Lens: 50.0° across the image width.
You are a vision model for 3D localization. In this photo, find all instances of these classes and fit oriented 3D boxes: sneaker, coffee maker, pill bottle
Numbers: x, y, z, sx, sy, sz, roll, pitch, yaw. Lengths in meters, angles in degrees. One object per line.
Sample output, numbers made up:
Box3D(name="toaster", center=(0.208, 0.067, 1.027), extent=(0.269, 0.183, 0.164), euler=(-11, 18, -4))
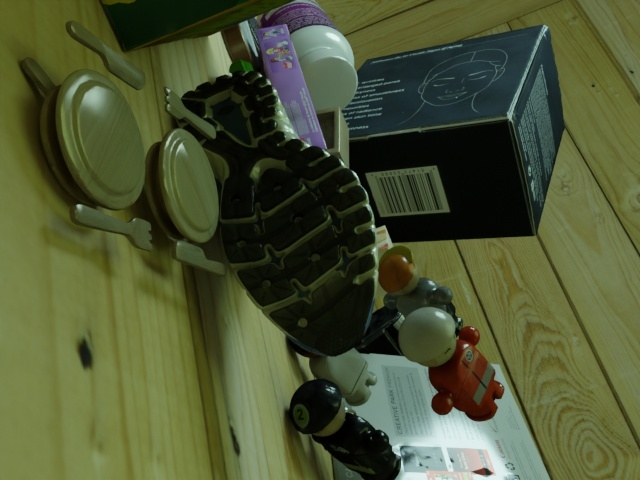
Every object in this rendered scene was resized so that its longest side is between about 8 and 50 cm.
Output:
Box3D(name="sneaker", center=(-0.032, -0.022, 0.646), extent=(0.147, 0.130, 0.330), euler=(70, -6, -49))
Box3D(name="coffee maker", center=(0.145, 0.233, 1.336), extent=(0.178, 0.171, 0.120), euler=(47, -10, -13))
Box3D(name="pill bottle", center=(-0.029, -0.381, 1.416), extent=(0.169, 0.169, 0.301), euler=(63, 1, -41))

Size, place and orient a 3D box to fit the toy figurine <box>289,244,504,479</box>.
Box3D(name="toy figurine", center=(0.068, 0.130, 0.756), extent=(0.148, 0.213, 0.209), euler=(47, 14, -27))

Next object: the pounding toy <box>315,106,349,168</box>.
Box3D(name="pounding toy", center=(-0.017, -0.183, 1.339), extent=(0.100, 0.141, 0.130), euler=(59, 27, -55))

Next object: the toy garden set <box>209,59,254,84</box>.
Box3D(name="toy garden set", center=(-0.084, -0.120, 0.934), extent=(0.204, 0.049, 0.244), euler=(-83, 153, -78))

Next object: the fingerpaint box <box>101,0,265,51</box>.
Box3D(name="fingerpaint box", center=(-0.024, -0.362, 0.753), extent=(0.445, 0.371, 0.163), euler=(-85, 155, -71))

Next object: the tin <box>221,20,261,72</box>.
Box3D(name="tin", center=(-0.145, -0.365, 1.186), extent=(0.106, 0.040, 0.189), euler=(64, 8, -65))

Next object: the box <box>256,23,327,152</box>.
Box3D(name="box", center=(-0.045, -0.192, 1.168), extent=(0.201, 0.057, 0.293), euler=(85, -10, -57))

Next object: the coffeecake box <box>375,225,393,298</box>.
Box3D(name="coffeecake box", center=(0.048, 0.046, 1.061), extent=(0.185, 0.142, 0.068), euler=(-71, 140, -79))

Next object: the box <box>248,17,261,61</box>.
Box3D(name="box", center=(-0.152, -0.437, 1.350), extent=(0.162, 0.029, 0.116), euler=(-105, 170, -45))

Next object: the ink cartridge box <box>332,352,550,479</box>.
Box3D(name="ink cartridge box", center=(0.133, 0.294, 0.895), extent=(0.309, 0.272, 0.130), euler=(-96, -165, -61))

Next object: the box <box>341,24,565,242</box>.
Box3D(name="box", center=(0.278, -0.243, 1.600), extent=(0.472, 0.480, 0.297), euler=(-58, 135, -44))

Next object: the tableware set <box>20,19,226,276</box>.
Box3D(name="tableware set", center=(-0.127, -0.049, 0.469), extent=(0.194, 0.039, 0.128), euler=(33, 49, -68))
